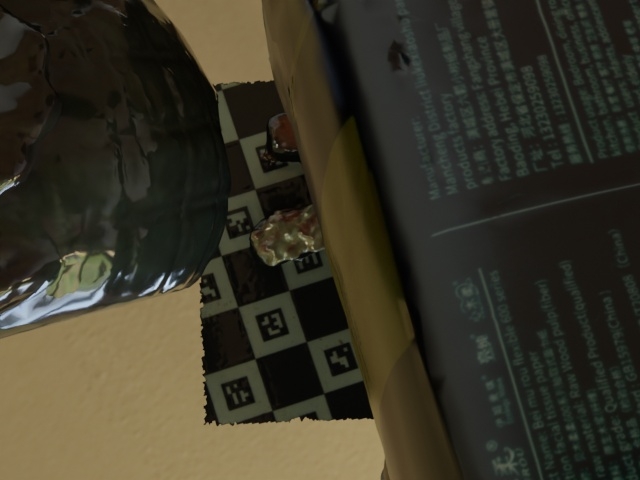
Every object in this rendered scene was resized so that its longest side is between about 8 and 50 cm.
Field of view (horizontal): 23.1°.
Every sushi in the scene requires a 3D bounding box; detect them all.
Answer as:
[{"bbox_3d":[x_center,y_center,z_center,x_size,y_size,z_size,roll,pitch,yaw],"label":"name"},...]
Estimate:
[{"bbox_3d":[0.000,0.000,1.216,0.193,0.043,0.279,-2,-100,-5],"label":"sushi"}]

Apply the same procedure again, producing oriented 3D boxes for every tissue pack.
[{"bbox_3d":[0.140,0.008,0.828,0.253,0.264,0.416,85,170,-62],"label":"tissue pack"}]

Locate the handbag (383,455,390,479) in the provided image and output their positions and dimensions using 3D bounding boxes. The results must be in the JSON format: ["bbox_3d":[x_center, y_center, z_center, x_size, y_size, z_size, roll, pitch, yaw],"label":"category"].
[{"bbox_3d":[0.203,0.093,1.132,0.302,0.149,0.283,8,-117,-11],"label":"handbag"}]

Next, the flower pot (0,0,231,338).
[{"bbox_3d":[-0.193,-0.052,0.747,0.302,0.302,0.213,-14,-91,-57],"label":"flower pot"}]

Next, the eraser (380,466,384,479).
[{"bbox_3d":[0.098,0.336,1.163,0.061,0.089,0.351,-131,37,-90],"label":"eraser"}]
